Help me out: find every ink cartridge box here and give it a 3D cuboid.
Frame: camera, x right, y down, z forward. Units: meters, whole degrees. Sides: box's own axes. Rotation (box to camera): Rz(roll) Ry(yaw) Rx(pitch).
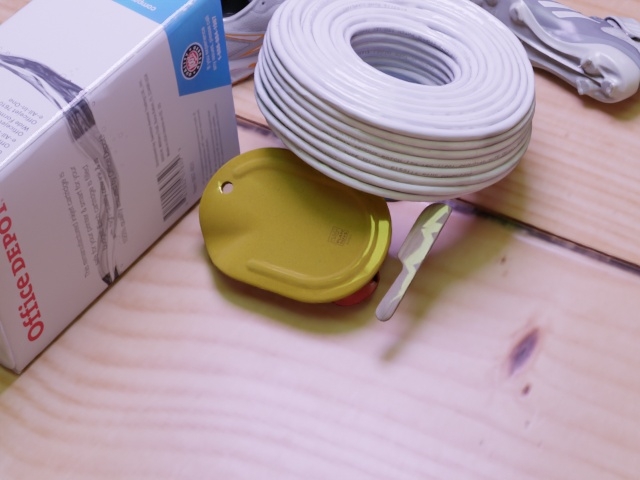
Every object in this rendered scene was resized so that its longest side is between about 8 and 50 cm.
[{"bbox_3d":[-0.219,-0.075,1.207,0.129,0.223,0.307,29,58,23],"label":"ink cartridge box"}]

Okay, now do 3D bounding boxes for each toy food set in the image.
[{"bbox_3d":[0.000,0.000,1.249,0.218,0.071,0.128,19,78,19],"label":"toy food set"}]

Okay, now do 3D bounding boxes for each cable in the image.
[{"bbox_3d":[0.071,-0.141,1.260,0.257,0.089,0.257,-8,44,-28],"label":"cable"}]

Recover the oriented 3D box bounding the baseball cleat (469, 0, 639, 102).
[{"bbox_3d":[0.246,-0.208,1.413,0.109,0.072,0.206,-30,60,-37],"label":"baseball cleat"}]

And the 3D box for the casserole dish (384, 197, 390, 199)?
[{"bbox_3d":[0.061,-0.116,1.353,0.114,0.037,0.188,-26,56,-18],"label":"casserole dish"}]

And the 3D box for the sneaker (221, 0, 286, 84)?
[{"bbox_3d":[-0.034,-0.234,1.396,0.262,0.121,0.099,-17,54,-12],"label":"sneaker"}]
